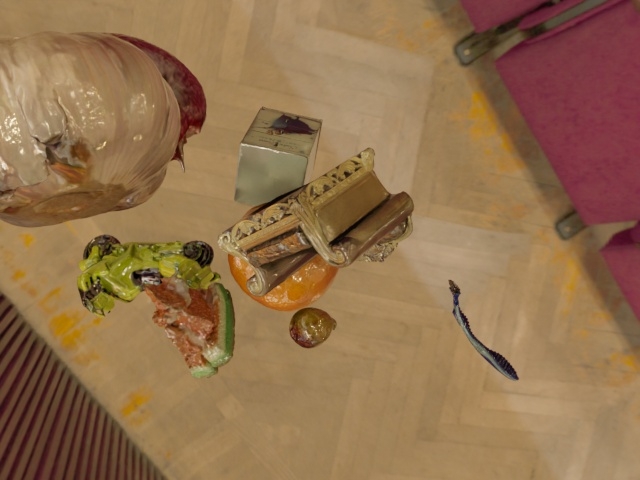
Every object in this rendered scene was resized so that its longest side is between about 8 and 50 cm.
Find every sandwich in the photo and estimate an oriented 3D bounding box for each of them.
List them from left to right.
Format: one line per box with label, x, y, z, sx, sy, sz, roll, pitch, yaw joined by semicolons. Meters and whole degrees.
sandwich;-0.244;0.156;1.307;0.109;0.184;0.160;-27;147;16

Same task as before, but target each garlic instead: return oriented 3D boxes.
garlic;-0.319;-0.130;0.826;0.322;0.322;0.240;4;93;-16

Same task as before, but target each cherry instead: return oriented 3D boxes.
cherry;-0.335;-0.247;1.207;0.300;0.203;0.230;44;65;-17

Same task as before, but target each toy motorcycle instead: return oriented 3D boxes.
toy motorcycle;-0.401;0.076;1.490;0.343;0.142;0.206;3;63;18

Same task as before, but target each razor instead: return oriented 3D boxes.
razor;0.201;0.120;0.861;0.028;0.044;0.154;-34;95;7

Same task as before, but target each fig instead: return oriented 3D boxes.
fig;-0.008;0.159;1.269;0.098;0.082;0.084;-20;137;-26

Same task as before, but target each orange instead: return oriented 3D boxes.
orange;-0.066;0.023;1.362;0.240;0.171;0.240;13;60;-23

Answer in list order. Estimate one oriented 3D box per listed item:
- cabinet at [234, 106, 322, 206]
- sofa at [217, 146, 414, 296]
cabinet;-0.089;-0.186;1.500;0.145;0.206;0.150;12;125;2
sofa;0.000;0.000;1.065;0.200;0.258;0.182;-35;99;-42
